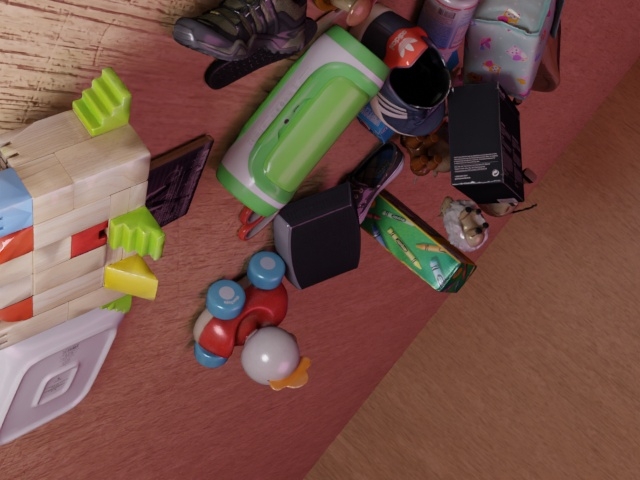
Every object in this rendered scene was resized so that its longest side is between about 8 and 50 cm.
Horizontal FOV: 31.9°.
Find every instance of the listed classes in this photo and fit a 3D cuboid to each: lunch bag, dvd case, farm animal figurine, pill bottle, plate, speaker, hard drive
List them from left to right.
[{"bbox_3d":[-0.425,0.213,1.750,0.277,0.045,0.278,-24,151,-51],"label":"plate"},{"bbox_3d":[-0.255,-0.056,1.618,0.221,0.018,0.164,-33,158,-43],"label":"dvd case"},{"bbox_3d":[-0.029,-0.182,1.712,0.296,0.131,0.131,-50,163,8],"label":"speaker"},{"bbox_3d":[0.000,0.000,2.160,0.172,0.054,0.254,-21,148,-8],"label":"hard drive"},{"bbox_3d":[0.213,-0.380,1.927,0.087,0.087,0.160,-37,160,-32],"label":"pill bottle"},{"bbox_3d":[0.317,-0.179,2.338,0.330,0.326,0.172,-35,-178,-23],"label":"farm animal figurine"},{"bbox_3d":[0.365,-0.430,2.065,0.223,0.160,0.262,85,25,-63],"label":"lunch bag"}]

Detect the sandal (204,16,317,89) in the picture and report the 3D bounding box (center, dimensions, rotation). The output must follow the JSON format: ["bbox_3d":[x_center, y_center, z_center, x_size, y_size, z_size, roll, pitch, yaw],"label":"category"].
[{"bbox_3d":[-0.086,-0.269,1.545,0.179,0.040,0.067,-29,153,-12],"label":"sandal"}]

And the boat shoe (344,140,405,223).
[{"bbox_3d":[0.082,-0.107,2.233,0.228,0.080,0.076,-45,152,-7],"label":"boat shoe"}]

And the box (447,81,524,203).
[{"bbox_3d":[0.312,-0.176,2.095,0.261,0.103,0.184,19,70,-71],"label":"box"}]

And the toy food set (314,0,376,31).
[{"bbox_3d":[0.058,-0.370,1.599,0.128,0.071,0.218,-37,160,-31],"label":"toy food set"}]

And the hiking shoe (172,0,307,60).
[{"bbox_3d":[-0.098,-0.293,1.407,0.227,0.086,0.114,-20,127,-51],"label":"hiking shoe"}]

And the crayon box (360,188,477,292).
[{"bbox_3d":[0.187,-0.007,2.354,0.081,0.278,0.165,-52,162,10],"label":"crayon box"}]

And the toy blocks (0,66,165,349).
[{"bbox_3d":[-0.345,0.000,1.306,0.261,0.190,0.381,-25,154,-29],"label":"toy blocks"}]

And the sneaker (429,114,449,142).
[{"bbox_3d":[0.264,-0.216,2.448,0.158,0.065,0.061,-40,161,-23],"label":"sneaker"}]

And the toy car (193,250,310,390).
[{"bbox_3d":[-0.101,0.189,2.154,0.210,0.238,0.219,-36,160,-35],"label":"toy car"}]

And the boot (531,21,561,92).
[{"bbox_3d":[0.471,-0.436,2.325,0.248,0.090,0.206,53,50,-71],"label":"boot"}]

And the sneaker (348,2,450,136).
[{"bbox_3d":[0.162,-0.249,1.870,0.131,0.148,0.350,-51,150,-1],"label":"sneaker"}]

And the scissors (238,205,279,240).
[{"bbox_3d":[-0.042,-0.114,2.015,0.297,0.021,0.109,-45,160,-15],"label":"scissors"}]

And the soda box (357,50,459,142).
[{"bbox_3d":[0.158,-0.282,2.042,0.210,0.067,0.071,-47,163,-2],"label":"soda box"}]
